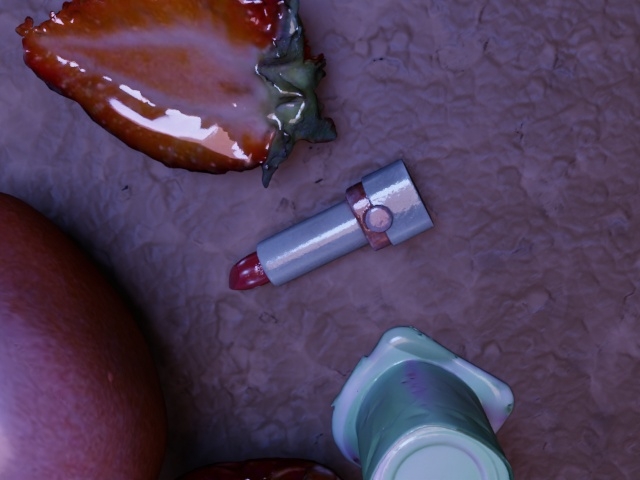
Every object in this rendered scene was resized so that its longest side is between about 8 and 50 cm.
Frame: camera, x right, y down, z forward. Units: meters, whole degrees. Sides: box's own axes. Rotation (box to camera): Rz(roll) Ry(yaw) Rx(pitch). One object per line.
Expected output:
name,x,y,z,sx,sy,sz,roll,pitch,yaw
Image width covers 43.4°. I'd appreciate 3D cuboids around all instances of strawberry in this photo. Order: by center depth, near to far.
strawberry,-0.109,-0.131,0.642,0.228,0.098,0.174,-3,120,13

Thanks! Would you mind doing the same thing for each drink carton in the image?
drink carton,0.089,0.180,0.687,0.146,0.142,0.144,31,102,-8

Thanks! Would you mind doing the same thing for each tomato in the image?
tomato,-0.286,0.125,0.575,0.341,0.273,0.341,0,60,0

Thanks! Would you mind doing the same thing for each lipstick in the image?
lipstick,0.000,0.000,0.689,0.186,0.057,0.063,-27,102,9

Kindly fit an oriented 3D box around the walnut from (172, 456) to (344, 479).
walnut,-0.077,0.307,0.652,0.222,0.244,0.269,17,125,27
